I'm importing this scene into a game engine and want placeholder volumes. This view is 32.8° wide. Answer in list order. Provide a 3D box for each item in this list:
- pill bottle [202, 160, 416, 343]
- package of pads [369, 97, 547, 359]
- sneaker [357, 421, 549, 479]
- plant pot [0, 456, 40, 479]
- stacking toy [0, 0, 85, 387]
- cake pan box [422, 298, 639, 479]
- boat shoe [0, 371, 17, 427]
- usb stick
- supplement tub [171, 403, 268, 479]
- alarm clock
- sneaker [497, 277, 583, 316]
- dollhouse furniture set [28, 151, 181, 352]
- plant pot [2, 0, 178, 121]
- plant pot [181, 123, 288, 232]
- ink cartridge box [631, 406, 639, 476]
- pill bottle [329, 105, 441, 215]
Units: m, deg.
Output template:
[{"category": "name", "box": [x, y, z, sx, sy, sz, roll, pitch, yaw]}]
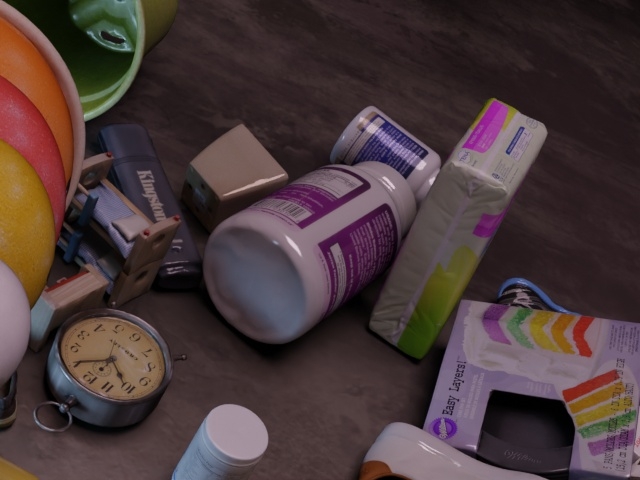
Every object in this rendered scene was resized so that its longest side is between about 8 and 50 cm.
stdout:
[{"category": "pill bottle", "box": [0.000, 0.000, 1.399, 0.169, 0.169, 0.301, 41, 38, 13]}, {"category": "package of pads", "box": [0.181, -0.021, 1.440, 0.101, 0.296, 0.229, 29, 36, 7]}, {"category": "sneaker", "box": [0.172, 0.311, 1.195, 0.290, 0.106, 0.123, 19, 39, 21]}, {"category": "plant pot", "box": [-0.356, 0.230, 0.842, 0.239, 0.254, 0.254, 27, 33, -33]}, {"category": "stacking toy", "box": [-0.340, -0.005, 0.922, 0.351, 0.350, 0.480, 8, 23, -28]}, {"category": "cake pan box", "box": [0.264, 0.195, 1.335, 0.246, 0.070, 0.267, 7, 41, 18]}, {"category": "boat shoe", "box": [-0.338, 0.119, 1.121, 0.056, 0.049, 0.152, -2, 47, -36]}, {"category": "usb stick", "box": [-0.221, -0.051, 1.405, 0.077, 0.045, 0.278, 2, 46, -34]}, {"category": "supplement tub", "box": [-0.104, 0.225, 1.114, 0.071, 0.107, 0.071, 19, 38, -16]}, {"category": "alarm clock", "box": [-0.236, 0.146, 1.151, 0.129, 0.064, 0.192, 37, 35, 7]}, {"category": "sneaker", "box": [0.334, 0.130, 1.581, 0.188, 0.067, 0.078, 32, 58, -1]}, {"category": "dollhouse furniture set", "box": [-0.277, 0.007, 1.227, 0.129, 0.129, 0.184, 41, 38, 14]}, {"category": "plant pot", "box": [-0.324, -0.323, 1.500, 0.276, 0.276, 0.254, 32, 25, 1]}, {"category": "plant pot", "box": [-0.123, -0.072, 1.455, 0.096, 0.109, 0.109, -25, 63, -35]}, {"category": "ink cartridge box", "box": [0.367, 0.252, 1.426, 0.143, 0.090, 0.092, 42, 38, 14]}, {"category": "pill bottle", "box": [0.118, -0.108, 1.653, 0.187, 0.112, 0.112, 38, 37, 10]}]
